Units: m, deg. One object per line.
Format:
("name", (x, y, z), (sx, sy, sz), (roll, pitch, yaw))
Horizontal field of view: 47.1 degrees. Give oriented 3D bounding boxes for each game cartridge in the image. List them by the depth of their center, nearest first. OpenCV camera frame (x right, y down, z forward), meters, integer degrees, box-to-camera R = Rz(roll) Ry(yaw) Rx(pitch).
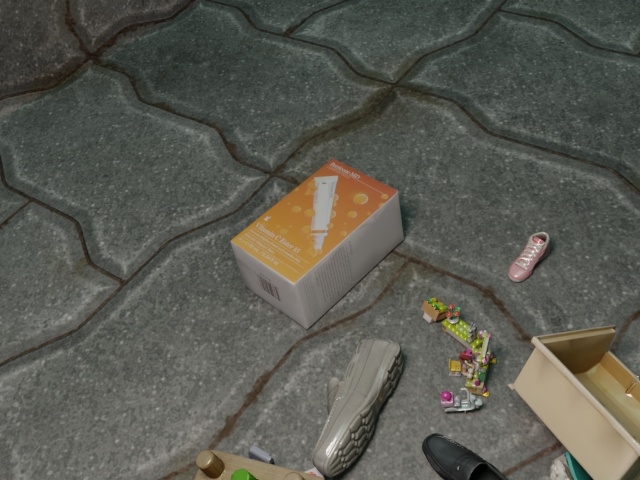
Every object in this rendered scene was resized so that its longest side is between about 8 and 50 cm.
("game cartridge", (-0.109, 0.422, 1.390), (0.056, 0.083, 0.017), (24, 51, 31))

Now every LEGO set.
("LEGO set", (0.288, 0.204, 1.497), (0.132, 0.107, 0.287), (-9, 46, 4))

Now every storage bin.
("storage bin", (0.519, 0.289, 1.292), (0.260, 0.123, 0.262), (-2, 37, -34))

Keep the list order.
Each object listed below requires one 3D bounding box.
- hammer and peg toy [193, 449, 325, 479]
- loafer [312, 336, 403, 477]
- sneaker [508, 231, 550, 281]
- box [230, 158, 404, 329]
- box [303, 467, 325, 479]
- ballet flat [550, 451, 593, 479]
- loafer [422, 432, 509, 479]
("hammer and peg toy", (-0.093, 0.508, 1.220), (0.361, 0.127, 0.266), (6, 55, 28))
("loafer", (0.060, 0.318, 1.443), (0.111, 0.112, 0.319), (11, 42, 27))
("sneaker", (0.469, 0.031, 1.649), (0.134, 0.070, 0.051), (-40, 54, -22))
("box", (0.000, 0.000, 1.709), (0.215, 0.168, 0.345), (30, 59, 34))
("box", (-0.035, 0.517, 1.316), (0.145, 0.038, 0.186), (-21, 47, -7))
("ballet flat", (0.442, 0.528, 1.150), (0.147, 0.147, 0.409), (-18, 45, -5))
("loafer", (0.275, 0.416, 1.318), (0.076, 0.078, 0.223), (-38, 51, -23))
